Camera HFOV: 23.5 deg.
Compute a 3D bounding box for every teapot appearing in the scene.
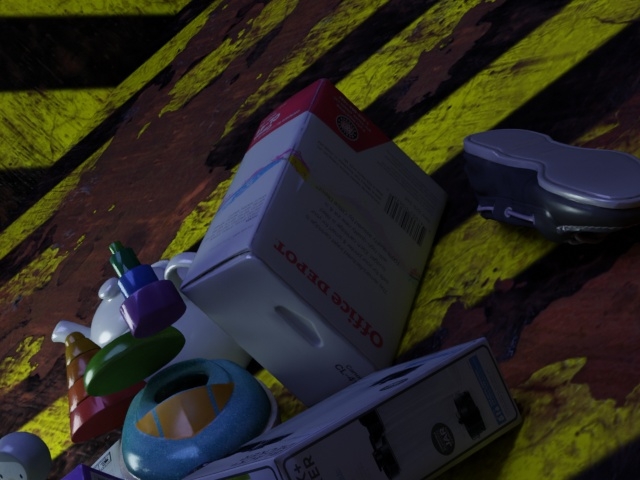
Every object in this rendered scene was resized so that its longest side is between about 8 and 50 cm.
[{"bbox_3d":[-0.207,0.114,2.003,0.256,0.187,0.252,-45,21,1],"label":"teapot"}]

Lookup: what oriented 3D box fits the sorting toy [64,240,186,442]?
[{"bbox_3d":[-0.245,0.108,1.792,0.127,0.126,0.365,-22,-20,-27],"label":"sorting toy"}]

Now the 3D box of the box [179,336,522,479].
[{"bbox_3d":[0.024,0.190,1.370,0.290,0.087,0.169,-24,1,-42],"label":"box"}]

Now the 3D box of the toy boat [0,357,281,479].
[{"bbox_3d":[-0.201,0.230,1.721,0.318,0.148,0.267,-24,19,-8],"label":"toy boat"}]

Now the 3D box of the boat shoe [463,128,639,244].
[{"bbox_3d":[0.247,-0.043,1.578,0.112,0.095,0.335,-14,18,-17],"label":"boat shoe"}]

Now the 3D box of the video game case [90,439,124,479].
[{"bbox_3d":[-0.303,0.396,1.844,0.269,0.061,0.244,-45,20,4],"label":"video game case"}]

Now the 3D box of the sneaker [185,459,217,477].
[{"bbox_3d":[-0.067,0.260,1.549,0.283,0.124,0.107,-44,21,7],"label":"sneaker"}]

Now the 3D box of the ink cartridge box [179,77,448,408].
[{"bbox_3d":[0.000,0.000,1.756,0.131,0.226,0.306,-28,27,41],"label":"ink cartridge box"}]

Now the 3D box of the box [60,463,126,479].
[{"bbox_3d":[-0.178,0.320,1.427,0.201,0.293,0.057,-38,46,22],"label":"box"}]
